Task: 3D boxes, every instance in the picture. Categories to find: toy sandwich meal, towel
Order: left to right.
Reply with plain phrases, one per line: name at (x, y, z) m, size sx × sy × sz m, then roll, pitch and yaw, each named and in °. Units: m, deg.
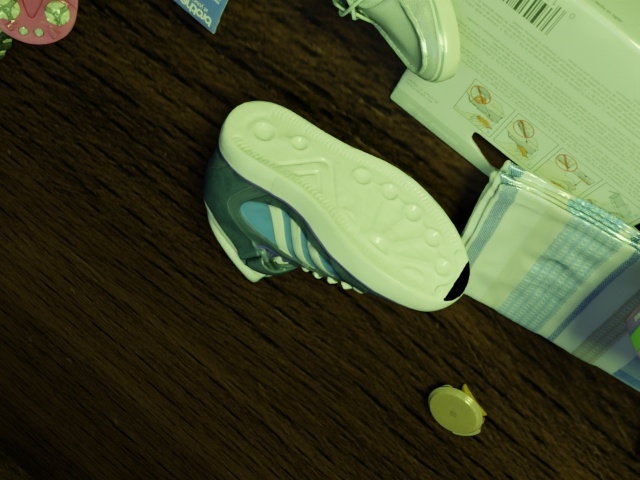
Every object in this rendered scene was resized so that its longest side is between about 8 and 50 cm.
toy sandwich meal at (0.186, 0.227, 0.892) m, size 0.085 × 0.029 × 0.086 m, roll 19°, pitch 127°, yaw 27°
towel at (0.271, 0.054, 0.682) m, size 0.285 × 0.034 × 0.209 m, roll 31°, pitch 145°, yaw 10°

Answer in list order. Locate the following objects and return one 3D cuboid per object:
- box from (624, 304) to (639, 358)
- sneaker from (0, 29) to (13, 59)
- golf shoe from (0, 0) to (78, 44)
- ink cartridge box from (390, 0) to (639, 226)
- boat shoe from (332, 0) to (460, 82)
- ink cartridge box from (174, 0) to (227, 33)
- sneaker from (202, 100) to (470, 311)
box at (0.408, 0.063, 0.492) m, size 0.243 × 0.117 × 0.213 m, roll 17°, pitch 126°, yaw -10°
sneaker at (-0.494, -0.373, 0.865) m, size 0.147 × 0.130 × 0.330 m, roll 36°, pitch 132°, yaw 27°
golf shoe at (-0.302, -0.378, 0.722) m, size 0.115 × 0.140 × 0.306 m, roll 12°, pitch 112°, yaw -22°
ink cartridge box at (0.217, -0.125, 0.601) m, size 0.275 × 0.060 × 0.239 m, roll 39°, pitch 159°, yaw 3°
boat shoe at (0.040, -0.231, 0.579) m, size 0.227 × 0.081 × 0.079 m, roll 63°, pitch 162°, yaw 7°
ink cartridge box at (-0.100, -0.378, 0.624) m, size 0.186 × 0.065 × 0.311 m, roll 40°, pitch 132°, yaw 2°
sneaker at (-0.001, 0.000, 0.786) m, size 0.323 × 0.130 × 0.236 m, roll 36°, pitch 149°, yaw 6°
